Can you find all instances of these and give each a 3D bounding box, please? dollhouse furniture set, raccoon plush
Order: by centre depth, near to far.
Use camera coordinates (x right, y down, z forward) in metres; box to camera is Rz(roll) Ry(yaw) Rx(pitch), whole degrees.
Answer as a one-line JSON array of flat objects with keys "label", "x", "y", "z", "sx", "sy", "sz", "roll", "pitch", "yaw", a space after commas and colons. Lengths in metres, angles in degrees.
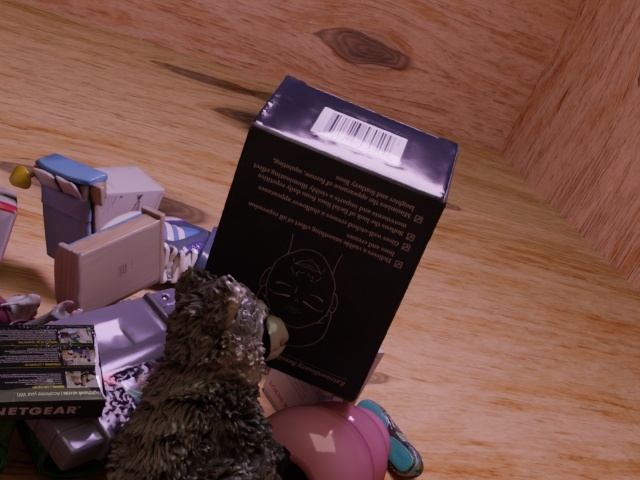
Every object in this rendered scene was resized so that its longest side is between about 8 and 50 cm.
[{"label": "raccoon plush", "x": -0.211, "y": 0.225, "z": 1.267, "sx": 0.216, "sy": 0.299, "sz": 0.446, "roll": 3, "pitch": 22, "yaw": 41}, {"label": "dollhouse furniture set", "x": -0.450, "y": 0.037, "z": 1.731, "sx": 0.303, "sy": 0.286, "sz": 0.198, "roll": 23, "pitch": 32, "yaw": 30}]

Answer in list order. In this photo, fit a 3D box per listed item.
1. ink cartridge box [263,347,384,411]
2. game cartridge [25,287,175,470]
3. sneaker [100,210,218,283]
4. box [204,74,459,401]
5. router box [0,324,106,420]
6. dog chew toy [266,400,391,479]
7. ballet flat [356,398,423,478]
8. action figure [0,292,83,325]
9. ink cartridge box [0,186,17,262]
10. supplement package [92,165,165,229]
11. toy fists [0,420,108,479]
[{"label": "ink cartridge box", "x": 0.000, "y": 0.232, "z": 1.778, "sx": 0.093, "sy": 0.212, "sz": 0.154, "roll": 10, "pitch": 28, "yaw": -39}, {"label": "game cartridge", "x": -0.290, "y": 0.194, "z": 1.482, "sx": 0.230, "sy": 0.068, "sz": 0.355, "roll": 42, "pitch": 33, "yaw": 25}, {"label": "sneaker", "x": -0.283, "y": 0.046, "z": 1.989, "sx": 0.236, "sy": 0.130, "sz": 0.323, "roll": 30, "pitch": 17, "yaw": 22}, {"label": "box", "x": 0.000, "y": 0.000, "z": 1.533, "sx": 0.294, "sy": 0.395, "sz": 0.212, "roll": 23, "pitch": 31, "yaw": 1}, {"label": "router box", "x": -0.389, "y": 0.176, "z": 1.341, "sx": 0.179, "sy": 0.046, "sz": 0.133, "roll": 3, "pitch": 45, "yaw": -26}, {"label": "dog chew toy", "x": 0.013, "y": 0.346, "z": 1.573, "sx": 0.207, "sy": 0.206, "sz": 0.332, "roll": 34, "pitch": 16, "yaw": 19}, {"label": "ballet flat", "x": 0.127, "y": 0.369, "z": 1.827, "sx": 0.070, "sy": 0.070, "sz": 0.188, "roll": 8, "pitch": 30, "yaw": -36}, {"label": "action figure", "x": -0.557, "y": 0.126, "z": 1.513, "sx": 0.248, "sy": 0.275, "sz": 0.370, "roll": 41, "pitch": 7, "yaw": 21}, {"label": "ink cartridge box", "x": -0.643, "y": -0.048, "z": 1.737, "sx": 0.197, "sy": 0.114, "sz": 0.273, "roll": 18, "pitch": 5, "yaw": -19}, {"label": "supplement package", "x": -0.447, "y": -0.090, "z": 2.151, "sx": 0.105, "sy": 0.105, "sz": 0.179, "roll": 37, "pitch": 26, "yaw": 27}, {"label": "toy fists", "x": -0.436, "y": 0.259, "z": 1.410, "sx": 0.279, "sy": 0.096, "sz": 0.142, "roll": 7, "pitch": 28, "yaw": -36}]
